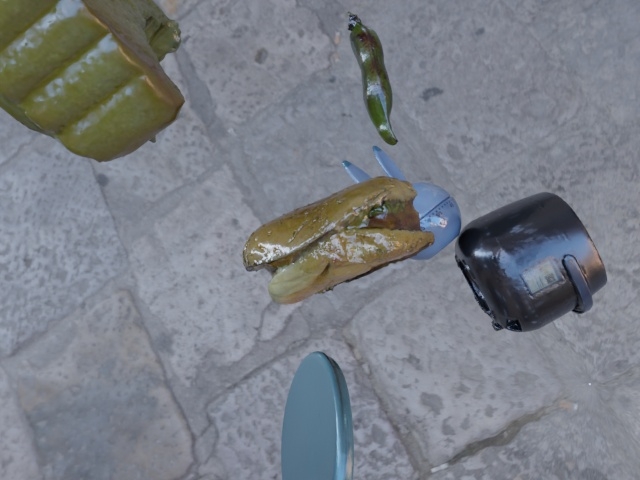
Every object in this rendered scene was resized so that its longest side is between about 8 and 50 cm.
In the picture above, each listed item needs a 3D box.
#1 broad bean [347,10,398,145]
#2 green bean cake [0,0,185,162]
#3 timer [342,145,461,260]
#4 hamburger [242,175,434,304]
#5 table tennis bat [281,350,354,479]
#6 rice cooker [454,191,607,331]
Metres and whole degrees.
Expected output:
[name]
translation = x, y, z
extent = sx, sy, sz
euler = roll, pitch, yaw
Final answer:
[broad bean]
translation = 0.110, -0.354, 1.253
extent = 0.062, 0.077, 0.338
euler = -4, 70, -17
[green bean cake]
translation = -0.239, -0.203, 0.552
extent = 0.124, 0.233, 0.236
euler = -35, 36, 13
[timer]
translation = 0.163, -0.061, 1.210
extent = 0.256, 0.175, 0.175
euler = 31, 91, 24
[hamburger]
translation = 0.000, 0.000, 0.775
extent = 0.262, 0.131, 0.124
euler = -26, 77, 27
[table tennis bat]
translation = 0.000, 0.202, 0.476
extent = 0.237, 0.038, 0.149
euler = -100, 27, -46
[rice cooker]
translation = 0.402, 0.049, 1.169
extent = 0.225, 0.267, 0.267
euler = -29, 67, 3
